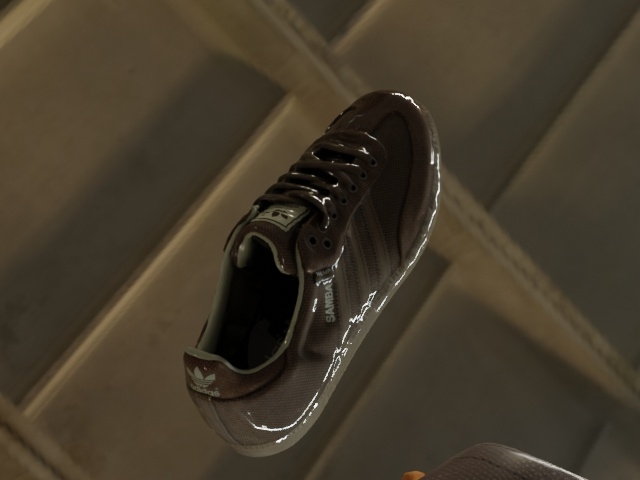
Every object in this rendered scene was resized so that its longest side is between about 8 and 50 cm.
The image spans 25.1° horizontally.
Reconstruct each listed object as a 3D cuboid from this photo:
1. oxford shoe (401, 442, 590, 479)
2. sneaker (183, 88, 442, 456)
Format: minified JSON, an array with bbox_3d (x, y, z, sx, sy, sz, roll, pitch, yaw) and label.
[{"bbox_3d":[0.016,0.140,0.438,0.363,0.130,0.133,-2,-131,-3],"label":"oxford shoe"},{"bbox_3d":[0.000,0.000,0.623,0.188,0.066,0.071,-66,-29,-24],"label":"sneaker"}]
